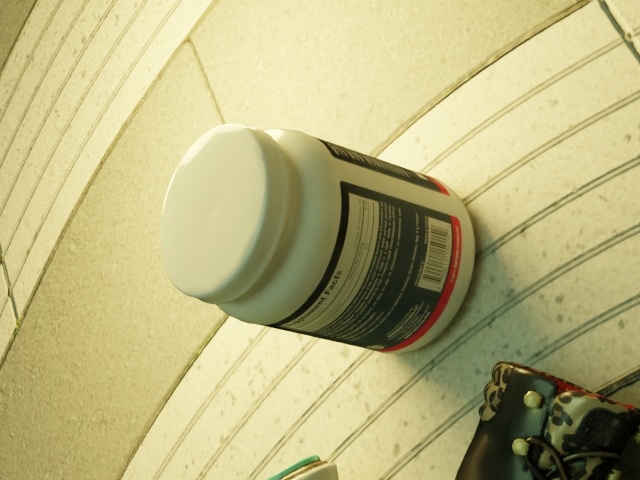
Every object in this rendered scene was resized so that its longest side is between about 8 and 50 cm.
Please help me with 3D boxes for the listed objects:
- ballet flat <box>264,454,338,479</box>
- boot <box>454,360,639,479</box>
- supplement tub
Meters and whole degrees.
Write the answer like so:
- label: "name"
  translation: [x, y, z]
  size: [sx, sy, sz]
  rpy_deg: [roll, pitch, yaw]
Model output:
- label: "ballet flat"
  translation: [-0.088, 0.358, 1.592]
  size: [0.400, 0.139, 0.139]
  rpy_deg: [-40, 50, 40]
- label: "boot"
  translation: [0.177, 0.258, 1.218]
  size: [0.377, 0.138, 0.284]
  rpy_deg: [-158, 89, -81]
- label: "supplement tub"
  translation: [0.000, 0.000, 1.470]
  size: [0.191, 0.272, 0.191]
  rpy_deg: [-21, 62, 45]
